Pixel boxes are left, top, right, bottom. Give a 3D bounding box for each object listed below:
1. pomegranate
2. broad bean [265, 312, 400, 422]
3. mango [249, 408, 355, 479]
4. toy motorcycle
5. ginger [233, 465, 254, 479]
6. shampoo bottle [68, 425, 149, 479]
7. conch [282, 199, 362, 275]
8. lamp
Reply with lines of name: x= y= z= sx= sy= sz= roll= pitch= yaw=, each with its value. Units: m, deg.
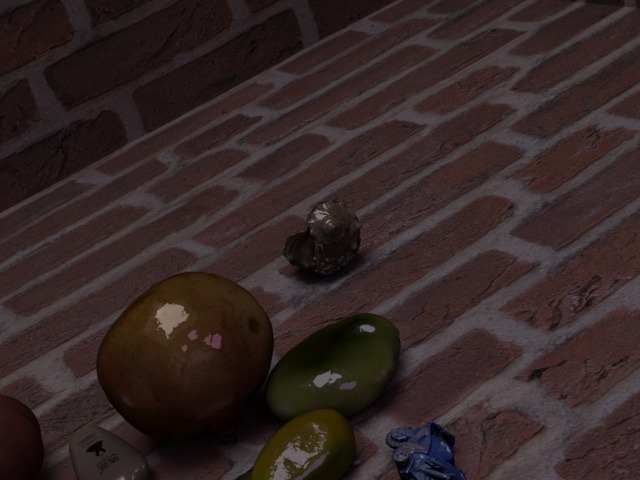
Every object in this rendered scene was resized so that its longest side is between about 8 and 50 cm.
pomegranate: x=-0.240 y=0.235 z=2.188 sx=0.338 sy=0.338 sz=0.338 roll=-16 pitch=27 yaw=8
broad bean: x=0.030 y=0.240 z=2.174 sx=0.291 sy=0.119 sz=0.238 roll=-33 pitch=30 yaw=-23
mango: x=-0.039 y=0.376 z=1.976 sx=0.237 sy=0.091 sz=0.137 roll=-33 pitch=48 yaw=-30
toy motorcycle: x=0.176 y=0.361 z=1.907 sx=0.114 sy=0.076 sz=0.205 roll=-14 pitch=27 yaw=-3
ginger: x=-0.199 y=0.452 z=1.977 sx=0.333 sy=0.081 sz=0.148 roll=-22 pitch=20 yaw=-24
shampoo bottle: x=-0.390 y=0.426 z=2.159 sx=0.127 sy=0.078 sz=0.257 roll=-30 pitch=29 yaw=-21
conch: x=0.000 y=0.000 z=2.621 sx=0.178 sy=0.163 sz=0.245 roll=-7 pitch=-5 yaw=-7
lamp: x=-0.685 y=0.404 z=2.222 sx=0.305 sy=0.240 sz=0.305 roll=-17 pitch=26 yaw=8
